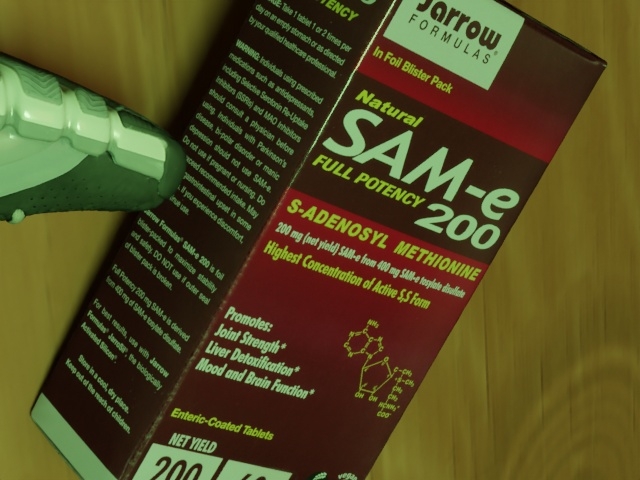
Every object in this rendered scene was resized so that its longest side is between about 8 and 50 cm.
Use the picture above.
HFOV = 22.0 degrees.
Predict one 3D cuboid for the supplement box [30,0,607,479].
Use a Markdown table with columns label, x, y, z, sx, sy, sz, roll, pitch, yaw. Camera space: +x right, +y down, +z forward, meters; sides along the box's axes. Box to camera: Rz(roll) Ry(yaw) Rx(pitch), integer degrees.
| label | x | y | z | sx | sy | sz | roll | pitch | yaw |
| --- | --- | --- | --- | --- | --- | --- | --- | --- | --- |
| supplement box | 0.000 | 0.000 | 0.667 | 0.130 | 0.073 | 0.239 | 19 | 104 | -45 |

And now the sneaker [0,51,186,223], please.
| label | x | y | z | sx | sy | sz | roll | pitch | yaw |
| --- | --- | --- | --- | --- | --- | --- | --- | --- | --- |
| sneaker | -0.162 | -0.013 | 0.553 | 0.228 | 0.086 | 0.132 | 18 | 95 | -35 |
